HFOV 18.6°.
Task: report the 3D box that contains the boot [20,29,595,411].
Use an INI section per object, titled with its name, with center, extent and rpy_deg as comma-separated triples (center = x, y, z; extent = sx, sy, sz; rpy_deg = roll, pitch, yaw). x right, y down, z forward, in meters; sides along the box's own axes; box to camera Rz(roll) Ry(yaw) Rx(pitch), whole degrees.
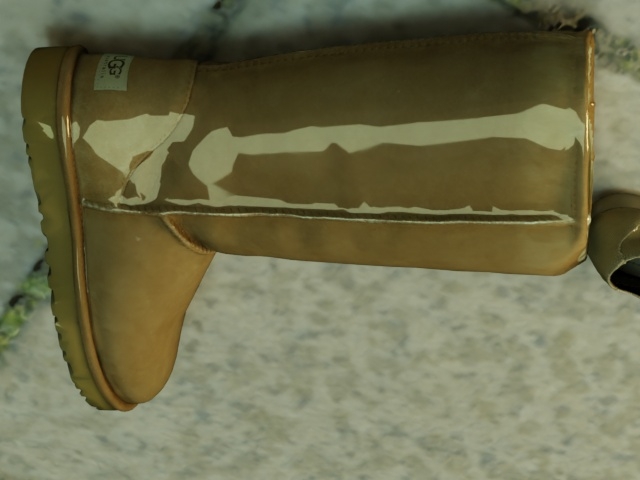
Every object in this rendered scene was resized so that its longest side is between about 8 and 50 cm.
[boot]
center = 0.000, 0.000, 0.974
extent = 0.269, 0.089, 0.236
rpy_deg = 1, 134, 8

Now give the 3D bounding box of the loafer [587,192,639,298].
[loafer]
center = 0.200, 0.022, 0.982
extent = 0.148, 0.050, 0.056
rpy_deg = 14, 135, -3
